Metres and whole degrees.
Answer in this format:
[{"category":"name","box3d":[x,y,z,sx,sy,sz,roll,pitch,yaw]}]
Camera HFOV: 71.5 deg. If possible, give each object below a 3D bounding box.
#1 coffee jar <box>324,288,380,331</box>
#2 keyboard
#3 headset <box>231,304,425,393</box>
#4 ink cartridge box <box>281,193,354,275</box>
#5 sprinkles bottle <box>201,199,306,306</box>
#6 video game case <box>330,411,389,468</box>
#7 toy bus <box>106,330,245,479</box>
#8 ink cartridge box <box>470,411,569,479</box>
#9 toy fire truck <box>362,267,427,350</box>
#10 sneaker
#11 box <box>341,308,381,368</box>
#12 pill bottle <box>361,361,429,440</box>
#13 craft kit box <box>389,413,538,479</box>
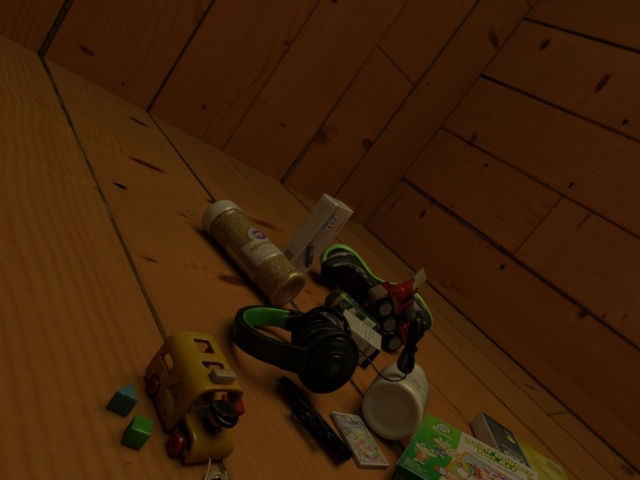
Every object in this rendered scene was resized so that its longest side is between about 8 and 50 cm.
[{"category":"coffee jar","box3d":[0.097,0.232,1.395,0.184,0.079,0.096,42,-4,22]},{"category":"keyboard","box3d":[-0.021,0.333,0.828,0.192,0.038,0.100,41,-11,28]},{"category":"headset","box3d":[0.016,0.198,0.943,0.395,0.185,0.243,17,6,-5]},{"category":"ink cartridge box","box3d":[0.000,0.000,1.500,0.066,0.296,0.261,43,13,24]},{"category":"sprinkles bottle","box3d":[-0.195,0.029,1.263,0.355,0.121,0.121,43,13,27]},{"category":"video game case","box3d":[0.076,0.396,0.884,0.087,0.011,0.122,26,15,-39]},{"category":"toy bus","box3d":[-0.166,0.222,0.635,0.202,0.104,0.191,35,12,-5]},{"category":"ink cartridge box","box3d":[0.576,0.648,1.206,0.304,0.072,0.307,36,10,-1]},{"category":"toy fire truck","box3d":[0.283,0.212,1.487,0.158,0.247,0.216,-132,-158,-63]},{"category":"sneaker","box3d":[0.187,0.212,1.626,0.483,0.185,0.202,33,30,-2]},{"category":"box","box3d":[0.098,0.276,1.260,0.137,0.072,0.126,37,11,4]},{"category":"pill bottle","box3d":[0.186,0.359,1.042,0.131,0.131,0.229,40,12,15]},{"category":"craft kit box","box3d":[0.290,0.468,0.874,0.250,0.060,0.247,22,9,24]}]
